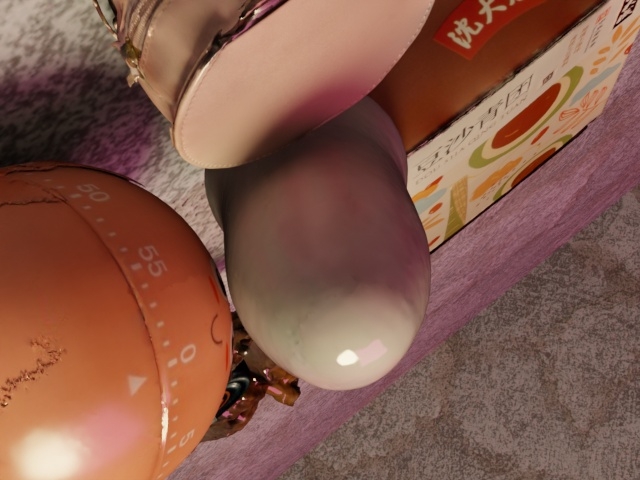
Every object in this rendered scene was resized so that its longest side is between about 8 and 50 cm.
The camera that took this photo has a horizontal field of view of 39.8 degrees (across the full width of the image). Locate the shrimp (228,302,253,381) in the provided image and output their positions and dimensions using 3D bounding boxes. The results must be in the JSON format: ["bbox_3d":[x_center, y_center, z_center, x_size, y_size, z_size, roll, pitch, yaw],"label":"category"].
[{"bbox_3d":[-0.148,0.098,0.899,0.343,0.145,0.116,-23,-178,-34],"label":"shrimp"}]

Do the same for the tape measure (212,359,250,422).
[{"bbox_3d":[-0.178,0.183,1.080,0.181,0.107,0.182,-23,157,-37],"label":"tape measure"}]

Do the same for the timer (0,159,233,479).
[{"bbox_3d":[-0.173,0.065,0.565,0.215,0.229,0.230,-34,165,-52],"label":"timer"}]

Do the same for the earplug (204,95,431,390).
[{"bbox_3d":[0.000,0.000,0.608,0.172,0.172,0.301,-44,-162,12],"label":"earplug"}]

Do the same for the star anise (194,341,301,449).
[{"bbox_3d":[-0.092,0.208,1.334,0.292,0.109,0.350,-28,161,-21],"label":"star anise"}]

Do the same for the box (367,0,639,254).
[{"bbox_3d":[0.172,-0.149,0.965,0.344,0.122,0.385,-38,163,-5],"label":"box"}]

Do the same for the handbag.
[{"bbox_3d":[-0.032,-0.151,0.525,0.205,0.116,0.179,-37,163,-8],"label":"handbag"}]
